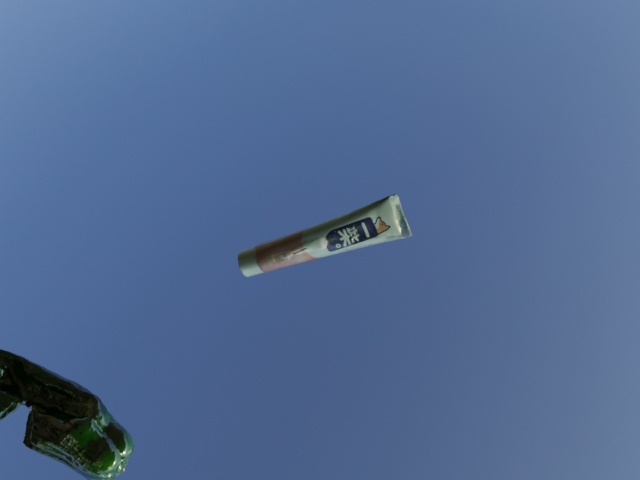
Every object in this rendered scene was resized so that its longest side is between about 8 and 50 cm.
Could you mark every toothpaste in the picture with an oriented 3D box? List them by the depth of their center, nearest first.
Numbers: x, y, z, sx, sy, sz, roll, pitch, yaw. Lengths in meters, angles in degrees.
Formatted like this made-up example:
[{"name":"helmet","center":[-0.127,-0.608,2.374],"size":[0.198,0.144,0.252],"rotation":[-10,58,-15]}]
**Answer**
[{"name":"toothpaste","center":[0.000,0.000,0.615],"size":[0.205,0.056,0.036],"rotation":[-17,-154,16]}]

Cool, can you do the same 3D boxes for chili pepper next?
[{"name":"chili pepper","center":[-0.362,0.231,0.709],"size":[0.253,0.083,0.099],"rotation":[31,-154,1]}]
